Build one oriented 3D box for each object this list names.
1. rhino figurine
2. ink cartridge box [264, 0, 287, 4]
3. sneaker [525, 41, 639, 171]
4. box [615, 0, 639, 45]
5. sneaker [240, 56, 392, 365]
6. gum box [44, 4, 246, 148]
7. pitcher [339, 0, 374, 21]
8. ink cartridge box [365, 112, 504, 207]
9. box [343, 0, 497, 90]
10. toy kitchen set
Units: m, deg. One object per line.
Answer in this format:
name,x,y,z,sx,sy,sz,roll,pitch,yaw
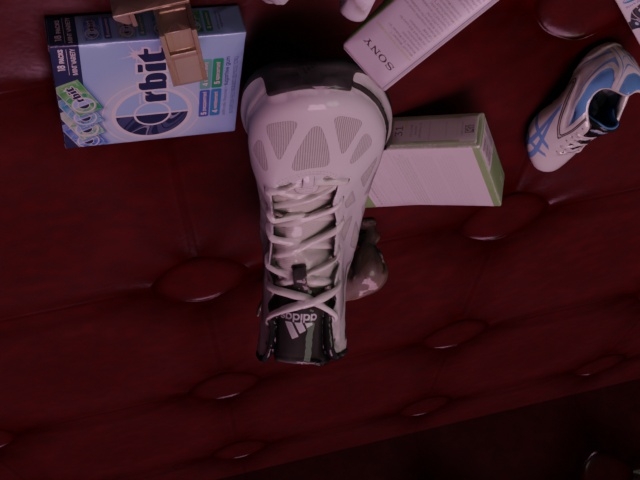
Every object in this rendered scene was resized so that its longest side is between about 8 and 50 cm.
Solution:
rhino figurine,-0.002,0.066,1.319,0.243,0.106,0.073,-27,150,20
ink cartridge box,-0.078,-0.279,0.573,0.087,0.153,0.208,-46,154,-8
sneaker,0.336,-0.153,1.112,0.085,0.086,0.237,-9,153,-16
box,0.379,-0.276,0.967,0.081,0.028,0.136,-28,148,23
sneaker,0.001,0.000,0.977,0.169,0.257,0.447,-2,158,-1
gum box,-0.175,-0.164,0.872,0.184,0.041,0.157,-9,152,-15
pitcher,0.074,-0.279,0.644,0.125,0.177,0.207,20,143,-14
ink cartridge box,0.112,-0.099,1.133,0.235,0.056,0.171,1,158,22
box,0.176,-0.268,0.689,0.322,0.232,0.058,-34,104,33
toy kitchen set,-0.149,-0.194,0.783,0.068,0.083,0.075,-13,154,-5
